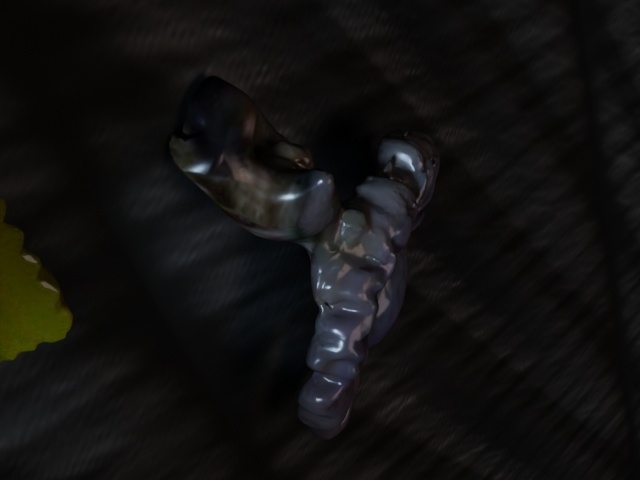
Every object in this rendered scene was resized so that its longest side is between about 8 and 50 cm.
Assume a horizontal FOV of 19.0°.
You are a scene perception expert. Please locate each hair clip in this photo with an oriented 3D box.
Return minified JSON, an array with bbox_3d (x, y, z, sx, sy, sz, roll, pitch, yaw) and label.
[{"bbox_3d":[0.006,0.002,0.969,0.173,0.069,0.300,-68,159,-10],"label":"hair clip"}]

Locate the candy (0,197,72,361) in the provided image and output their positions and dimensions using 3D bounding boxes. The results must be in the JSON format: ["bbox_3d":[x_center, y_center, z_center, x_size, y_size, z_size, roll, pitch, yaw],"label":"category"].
[{"bbox_3d":[-0.190,0.089,0.548,0.297,0.081,0.187,-52,156,-17],"label":"candy"}]
